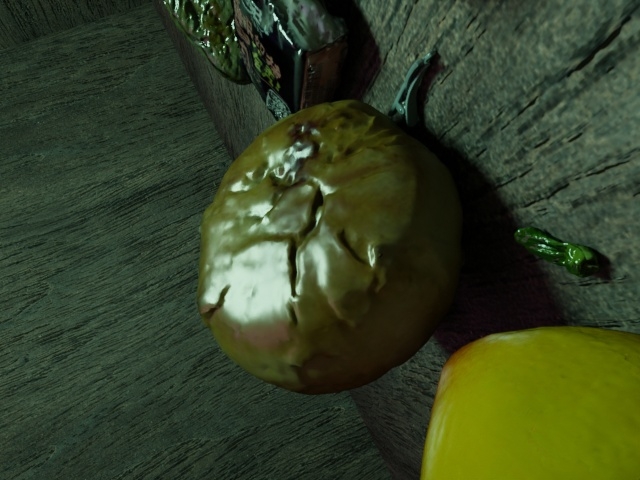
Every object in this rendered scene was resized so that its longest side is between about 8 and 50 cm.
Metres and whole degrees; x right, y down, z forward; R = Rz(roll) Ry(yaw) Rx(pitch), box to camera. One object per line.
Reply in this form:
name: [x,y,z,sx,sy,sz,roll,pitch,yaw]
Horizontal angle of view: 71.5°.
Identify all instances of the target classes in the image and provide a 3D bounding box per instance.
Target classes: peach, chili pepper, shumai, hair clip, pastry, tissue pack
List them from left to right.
shumai: [-0.199,-0.483,0.988,0.255,0.189,0.218,52,-170,-20]
tissue pack: [-0.053,-0.325,0.748,0.245,0.123,0.332,58,170,6]
pastry: [0.007,0.007,0.630,0.245,0.409,0.409,35,-165,-50]
hair clip: [0.116,-0.182,0.541,0.039,0.030,0.115,42,165,10]
chili pepper: [0.234,0.011,0.438,0.091,0.034,0.030,45,124,59]
peach: [0.219,0.211,0.333,0.308,0.289,0.288,-93,-19,-77]
